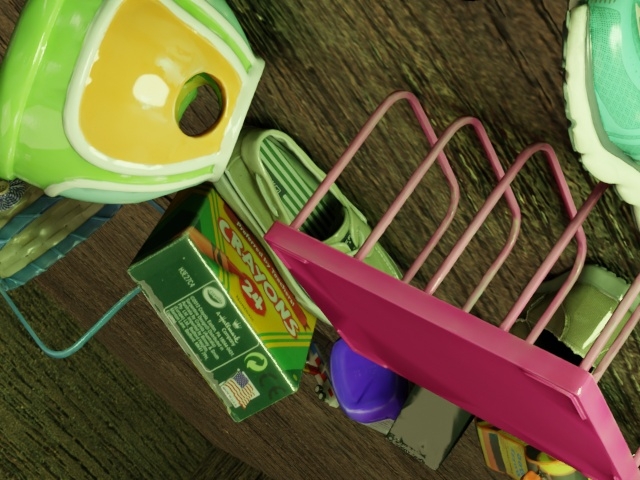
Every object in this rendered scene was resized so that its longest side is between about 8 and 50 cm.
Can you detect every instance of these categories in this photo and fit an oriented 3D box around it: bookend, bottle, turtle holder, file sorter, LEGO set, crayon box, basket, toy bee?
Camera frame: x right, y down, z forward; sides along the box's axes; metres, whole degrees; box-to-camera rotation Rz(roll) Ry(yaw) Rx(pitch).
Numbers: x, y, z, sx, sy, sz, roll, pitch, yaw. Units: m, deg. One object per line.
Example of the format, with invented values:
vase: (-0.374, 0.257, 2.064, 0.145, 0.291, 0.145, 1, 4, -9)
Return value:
bookend: (0.163, 0.160, 1.605, 0.072, 0.156, 0.157, 33, 120, 11)
bottle: (0.094, 0.190, 1.769, 0.092, 0.118, 0.283, -16, 162, 14)
turtle holder: (-0.180, -0.132, 1.209, 0.227, 0.243, 0.320, 20, 156, -6)
file sorter: (0.148, 0.030, 1.085, 0.291, 0.182, 0.202, 26, 163, 34)
LEGO set: (-0.014, 0.135, 1.876, 0.244, 0.060, 0.182, 40, -159, 1)
crayon box: (-0.090, 0.033, 1.504, 0.202, 0.081, 0.318, 56, -164, -15)
basket: (-0.360, -0.012, 1.903, 0.289, 0.255, 0.201, 46, 163, 7)
toy bee: (0.247, 0.222, 1.468, 0.298, 0.162, 0.195, -34, 81, 58)

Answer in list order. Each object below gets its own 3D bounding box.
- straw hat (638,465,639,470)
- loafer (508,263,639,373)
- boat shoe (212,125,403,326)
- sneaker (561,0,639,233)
straw hat: (0.381, 0.280, 1.553, 0.144, 0.061, 0.144, 18, 152, 10)
loafer: (0.219, 0.090, 1.284, 0.094, 0.087, 0.251, 34, 164, 5)
boat shoe: (0.000, 0.000, 1.457, 0.302, 0.109, 0.094, 45, 160, -22)
sneaker: (0.227, -0.073, 0.831, 0.110, 0.107, 0.275, -5, 146, 38)
